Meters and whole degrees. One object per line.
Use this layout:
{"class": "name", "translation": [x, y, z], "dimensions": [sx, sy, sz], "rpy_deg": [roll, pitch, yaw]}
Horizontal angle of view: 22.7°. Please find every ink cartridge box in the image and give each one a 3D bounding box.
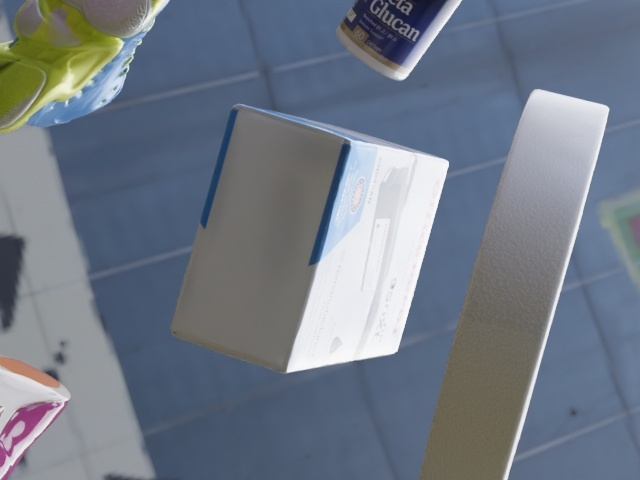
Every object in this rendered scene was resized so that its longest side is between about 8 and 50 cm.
{"class": "ink cartridge box", "translation": [0.000, 0.000, 2.005], "dimensions": [0.166, 0.395, 0.285], "rpy_deg": [18, -84, 20]}

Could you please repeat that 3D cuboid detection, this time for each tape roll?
{"class": "tape roll", "translation": [0.169, 0.061, 1.394], "dimensions": [0.072, 0.392, 0.392], "rpy_deg": [16, -53, 9]}

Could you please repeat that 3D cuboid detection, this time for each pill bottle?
{"class": "pill bottle", "translation": [0.099, -0.264, 1.702], "dimensions": [0.169, 0.094, 0.094], "rpy_deg": [-55, -128, 18]}

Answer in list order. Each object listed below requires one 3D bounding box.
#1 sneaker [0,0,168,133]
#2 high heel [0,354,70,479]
{"class": "sneaker", "translation": [-0.192, -0.180, 1.356], "dimensions": [0.240, 0.126, 0.091], "rpy_deg": [-36, -103, 12]}
{"class": "high heel", "translation": [-0.253, 0.157, 1.181], "dimensions": [0.117, 0.082, 0.244], "rpy_deg": [-64, -176, 6]}
